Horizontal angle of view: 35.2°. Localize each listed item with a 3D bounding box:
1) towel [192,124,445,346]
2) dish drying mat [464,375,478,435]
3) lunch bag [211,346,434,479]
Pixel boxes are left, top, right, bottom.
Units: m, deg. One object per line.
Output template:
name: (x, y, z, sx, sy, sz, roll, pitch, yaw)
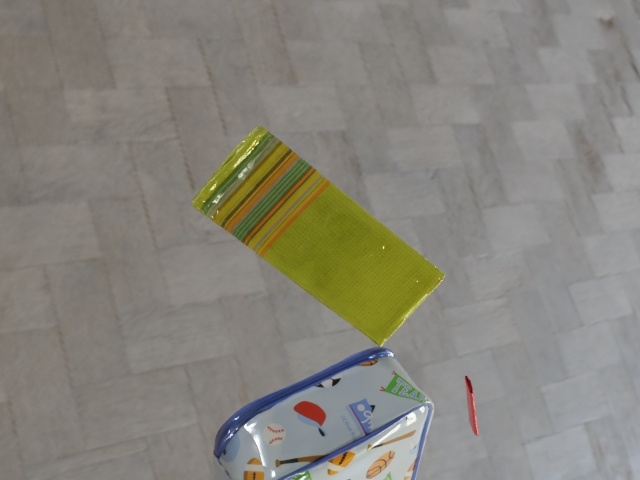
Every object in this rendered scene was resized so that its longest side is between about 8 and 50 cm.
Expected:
towel: (0.000, 0.000, 0.957, 0.237, 0.102, 0.021, 38, 16, -15)
dish drying mat: (0.191, 0.209, 1.271, 0.008, 0.083, 0.032, -11, 39, 1)
lunch bag: (0.004, 0.259, 1.085, 0.243, 0.303, 0.115, -24, 53, -27)
